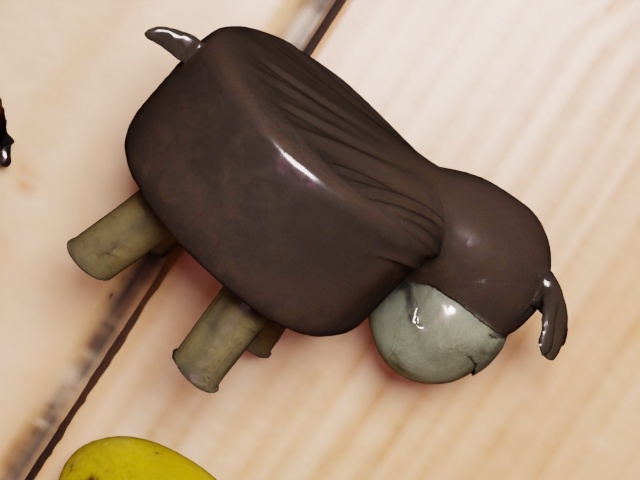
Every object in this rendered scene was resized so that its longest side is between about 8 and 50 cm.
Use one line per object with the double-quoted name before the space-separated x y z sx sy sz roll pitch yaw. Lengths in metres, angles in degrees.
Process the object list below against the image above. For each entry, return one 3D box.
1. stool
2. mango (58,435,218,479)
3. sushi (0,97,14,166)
"stool" 0.000 0.000 0.719 0.217 0.125 0.121 32 110 -21
"mango" -0.063 0.158 0.742 0.103 0.076 0.161 -21 85 6
"sushi" -0.177 -0.052 0.722 0.094 0.084 0.098 -24 89 3
